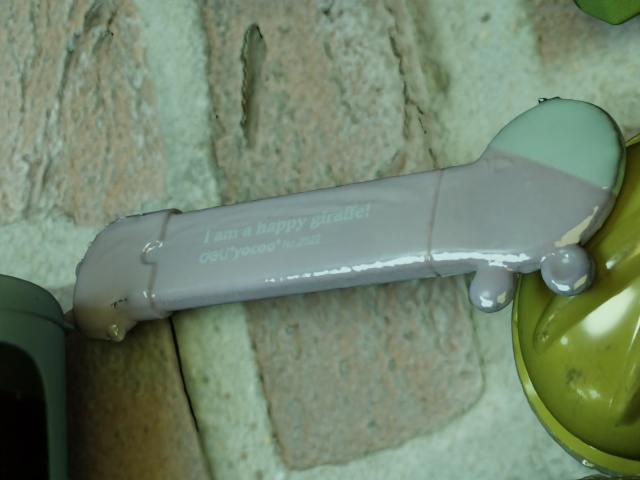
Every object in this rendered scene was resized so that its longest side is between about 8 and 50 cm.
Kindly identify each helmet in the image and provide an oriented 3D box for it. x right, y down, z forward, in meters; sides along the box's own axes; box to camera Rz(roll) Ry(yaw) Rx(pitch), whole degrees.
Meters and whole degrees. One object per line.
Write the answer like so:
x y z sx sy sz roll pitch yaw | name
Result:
0.210 0.018 0.889 0.205 0.140 0.257 42 95 21 | helmet

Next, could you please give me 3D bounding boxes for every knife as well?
0.000 0.000 0.959 0.398 0.038 0.132 -8 56 32 | knife

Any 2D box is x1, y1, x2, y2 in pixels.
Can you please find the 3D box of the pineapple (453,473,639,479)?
0.147 0.168 0.843 0.236 0.186 0.114 -18 76 25 | pineapple

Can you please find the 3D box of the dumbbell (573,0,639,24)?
0.269 -0.242 0.938 0.302 0.108 0.121 -28 72 10 | dumbbell

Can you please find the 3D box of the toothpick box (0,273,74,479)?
-0.269 0.211 0.956 0.263 0.263 0.355 -9 77 16 | toothpick box
